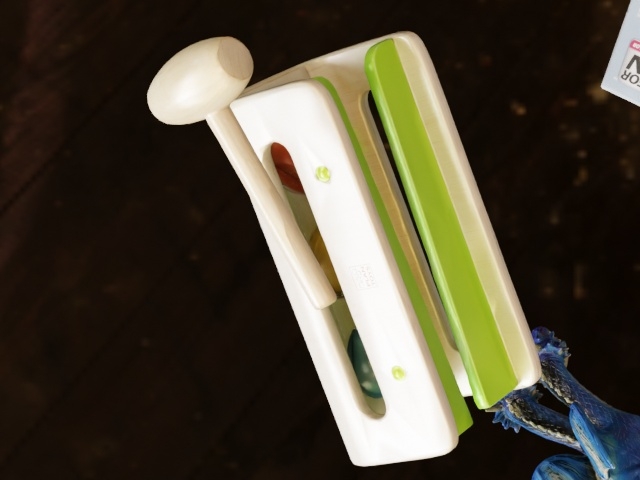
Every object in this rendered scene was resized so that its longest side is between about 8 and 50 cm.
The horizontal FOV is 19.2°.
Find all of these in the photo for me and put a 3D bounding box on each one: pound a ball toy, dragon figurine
[{"bbox_3d":[0.000,0.000,1.288,0.208,0.136,0.319,-32,-76,-46],"label":"pound a ball toy"},{"bbox_3d":[0.206,0.170,1.350,0.144,0.289,0.085,19,-64,-17],"label":"dragon figurine"}]

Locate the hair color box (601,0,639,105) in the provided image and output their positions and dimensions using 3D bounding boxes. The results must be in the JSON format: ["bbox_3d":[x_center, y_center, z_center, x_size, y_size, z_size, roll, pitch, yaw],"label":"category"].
[{"bbox_3d":[0.413,-0.294,1.762,0.185,0.114,0.374,-3,-63,-47],"label":"hair color box"}]
